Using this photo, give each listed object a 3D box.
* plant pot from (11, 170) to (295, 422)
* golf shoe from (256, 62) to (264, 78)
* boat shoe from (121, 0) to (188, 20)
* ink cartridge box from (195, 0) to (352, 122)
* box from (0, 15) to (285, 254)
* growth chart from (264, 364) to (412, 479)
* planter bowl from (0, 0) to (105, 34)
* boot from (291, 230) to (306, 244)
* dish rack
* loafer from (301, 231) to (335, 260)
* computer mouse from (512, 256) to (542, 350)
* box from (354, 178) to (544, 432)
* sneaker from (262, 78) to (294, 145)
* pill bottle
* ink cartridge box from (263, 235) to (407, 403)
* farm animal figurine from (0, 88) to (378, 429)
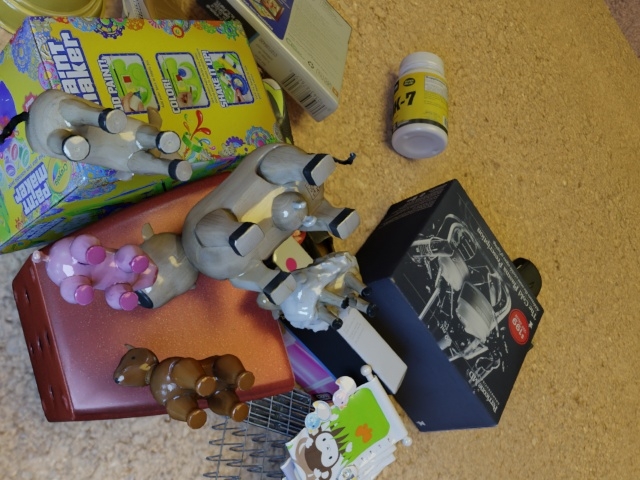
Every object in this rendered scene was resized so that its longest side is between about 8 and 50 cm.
[{"bbox_3d":[-0.224,0.094,0.832,0.235,0.267,0.267,-13,84,-32],"label":"plant pot"},{"bbox_3d":[-0.180,-0.304,1.145,0.186,0.067,0.086,-7,69,-54],"label":"golf shoe"},{"bbox_3d":[-0.268,-0.353,1.056,0.098,0.096,0.277,17,43,-40],"label":"boat shoe"},{"bbox_3d":[-0.071,-0.413,1.266,0.303,0.072,0.307,40,33,-25],"label":"ink cartridge box"},{"bbox_3d":[-0.254,-0.124,0.842,0.279,0.289,0.177,-18,87,-46],"label":"box"},{"bbox_3d":[0.026,0.308,0.974,0.237,0.021,0.172,-44,110,-17],"label":"growth chart"},{"bbox_3d":[-0.386,-0.394,0.961,0.217,0.090,0.217,18,62,-38],"label":"planter bowl"},{"bbox_3d":[-0.108,-0.058,1.088,0.244,0.088,0.176,-12,76,-48],"label":"boot"},{"bbox_3d":[-0.087,0.339,0.986,0.208,0.074,0.272,30,54,-34],"label":"dish rack"},{"bbox_3d":[0.000,0.000,1.198,0.062,0.061,0.170,-12,83,-44],"label":"loafer"},{"bbox_3d":[0.478,0.153,1.593,0.262,0.060,0.184,-32,97,-45],"label":"computer mouse"},{"bbox_3d":[0.224,0.123,1.281,0.343,0.178,0.312,53,48,-15],"label":"box"},{"bbox_3d":[-0.142,-0.174,0.999,0.121,0.300,0.111,-26,117,-28],"label":"sneaker"},{"bbox_3d":[0.215,-0.292,1.471,0.119,0.119,0.209,25,58,-35],"label":"pill bottle"},{"bbox_3d":[-0.046,0.102,1.035,0.371,0.175,0.069,51,48,-17],"label":"ink cartridge box"},{"bbox_3d":[-0.116,-0.012,0.661,0.326,0.172,0.331,-28,120,-31],"label":"farm animal figurine"}]
